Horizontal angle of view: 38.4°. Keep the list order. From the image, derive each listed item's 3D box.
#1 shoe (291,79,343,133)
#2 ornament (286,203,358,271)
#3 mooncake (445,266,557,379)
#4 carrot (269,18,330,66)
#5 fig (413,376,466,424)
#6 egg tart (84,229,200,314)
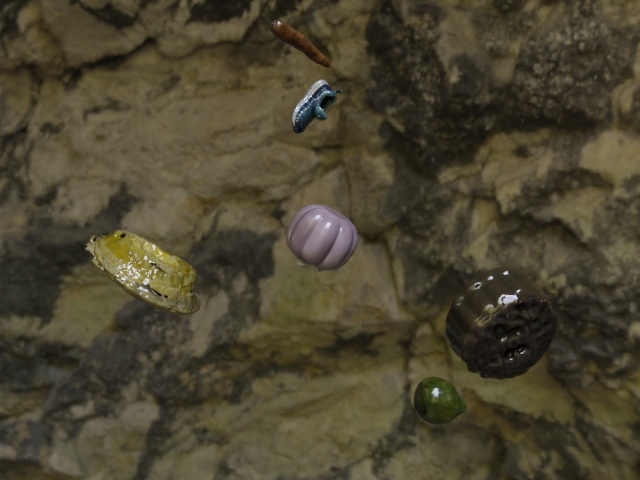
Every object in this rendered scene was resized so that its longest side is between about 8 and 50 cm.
[{"bbox_3d":[-0.013,-0.298,2.091,0.071,0.143,0.064,31,-16,26],"label":"shoe"},{"bbox_3d":[0.000,0.000,2.304,0.178,0.177,0.177,14,-28,8],"label":"ornament"},{"bbox_3d":[0.370,0.173,1.864,0.228,0.228,0.124,44,3,-40],"label":"mooncake"},{"bbox_3d":[-0.038,-0.405,1.897,0.165,0.035,0.036,29,-29,-32],"label":"carrot"},{"bbox_3d":[0.321,0.422,2.387,0.156,0.123,0.123,12,-25,-20],"label":"fig"},{"bbox_3d":[-0.368,0.058,1.972,0.279,0.095,0.279,34,7,-5],"label":"egg tart"}]
